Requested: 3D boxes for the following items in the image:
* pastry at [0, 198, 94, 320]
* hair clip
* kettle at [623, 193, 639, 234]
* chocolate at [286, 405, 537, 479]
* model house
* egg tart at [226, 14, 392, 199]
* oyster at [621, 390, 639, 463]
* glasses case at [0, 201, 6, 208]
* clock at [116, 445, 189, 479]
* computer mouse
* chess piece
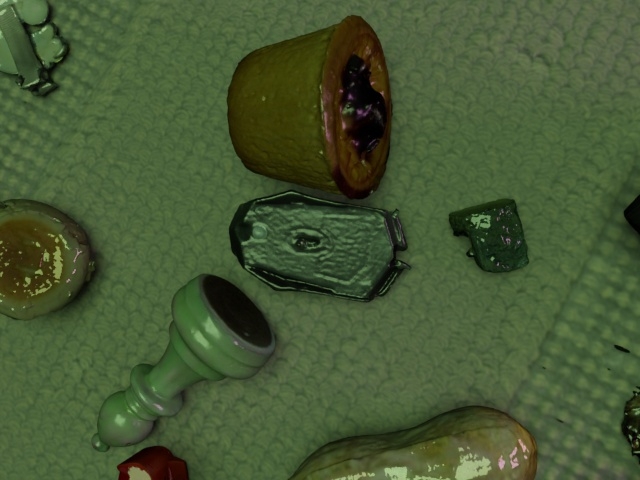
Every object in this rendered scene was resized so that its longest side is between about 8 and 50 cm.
[{"bbox_3d":[-0.379,0.025,0.991,0.165,0.088,0.166,2,84,-20],"label":"pastry"},{"bbox_3d":[-0.421,-0.282,1.071,0.116,0.049,0.172,-27,77,2],"label":"hair clip"},{"bbox_3d":[0.517,-0.006,0.800,0.262,0.203,0.308,-44,76,5],"label":"kettle"},{"bbox_3d":[0.095,0.273,0.874,0.309,0.134,0.134,-19,81,9],"label":"chocolate"},{"bbox_3d":[0.205,-0.002,0.929,0.078,0.066,0.083,-16,99,-3],"label":"model house"},{"bbox_3d":[-0.003,-0.156,0.915,0.170,0.215,0.215,4,84,25],"label":"egg tart"},{"bbox_3d":[0.433,0.200,0.866,0.177,0.056,0.106,-21,73,12],"label":"oyster"},{"bbox_3d":[-0.514,0.097,0.997,0.076,0.144,0.337,13,87,12],"label":"glasses case"},{"bbox_3d":[-0.198,0.311,0.912,0.061,0.155,0.113,-6,83,0],"label":"clock"},{"bbox_3d":[0.000,0.002,0.955,0.231,0.071,0.126,8,98,2],"label":"computer mouse"},{"bbox_3d":[-0.192,0.175,0.953,0.271,0.139,0.139,-43,78,15],"label":"chess piece"}]
